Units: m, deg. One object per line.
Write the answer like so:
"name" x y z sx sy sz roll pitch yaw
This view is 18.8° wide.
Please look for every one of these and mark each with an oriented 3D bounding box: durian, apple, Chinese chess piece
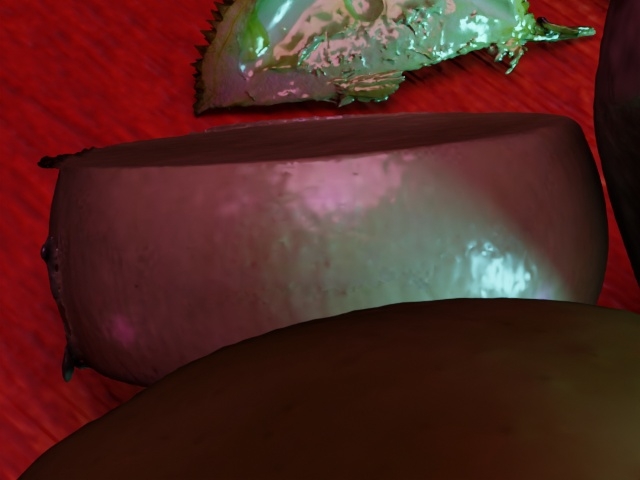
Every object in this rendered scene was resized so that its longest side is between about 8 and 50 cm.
"durian" 0.032 -0.121 0.979 0.215 0.086 0.100 -13 90 -9
"apple" 0.050 0.182 0.587 0.357 0.357 0.357 2 54 -3
"Chinese chess piece" 0.000 0.000 0.792 0.238 0.238 0.092 -5 99 -8

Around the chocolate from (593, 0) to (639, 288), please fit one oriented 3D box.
"chocolate" 0.169 -0.009 0.763 0.100 0.303 0.185 -19 57 3
